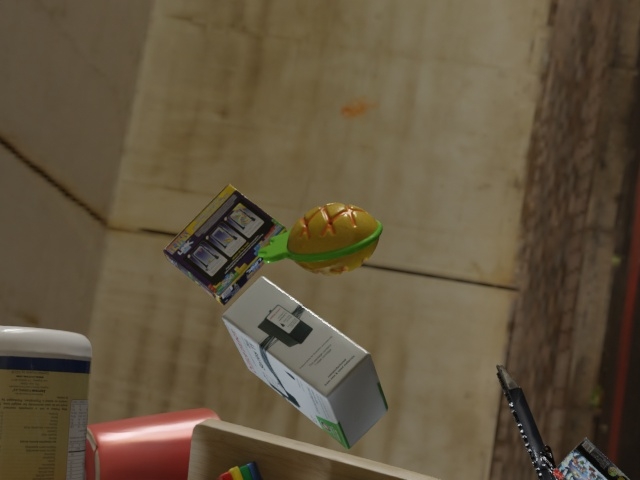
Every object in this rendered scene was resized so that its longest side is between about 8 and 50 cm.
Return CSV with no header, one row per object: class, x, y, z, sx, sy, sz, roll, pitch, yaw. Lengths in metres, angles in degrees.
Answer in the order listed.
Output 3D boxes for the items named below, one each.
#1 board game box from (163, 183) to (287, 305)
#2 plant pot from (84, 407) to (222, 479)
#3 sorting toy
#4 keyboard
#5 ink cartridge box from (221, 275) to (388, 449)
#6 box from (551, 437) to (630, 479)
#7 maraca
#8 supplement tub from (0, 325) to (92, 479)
board game box,-0.164,0.007,2.128,0.170,0.141,0.048,-46,-24,-14
plant pot,-0.320,0.436,2.216,0.275,0.243,0.275,-22,65,59
sorting toy,-0.033,0.320,1.117,0.089,0.257,0.255,-9,-73,-62
keyboard,0.382,0.383,2.137,0.201,0.033,0.317,-120,5,-71
ink cartridge box,-0.021,0.163,1.647,0.087,0.208,0.153,-43,-36,-17
box,0.384,0.338,1.651,0.027,0.137,0.094,-37,-18,-28
maraca,0.000,0.000,1.745,0.127,0.186,0.099,-44,-57,-57
supplement tub,-0.396,0.263,1.463,0.228,0.228,0.316,88,-176,-83
